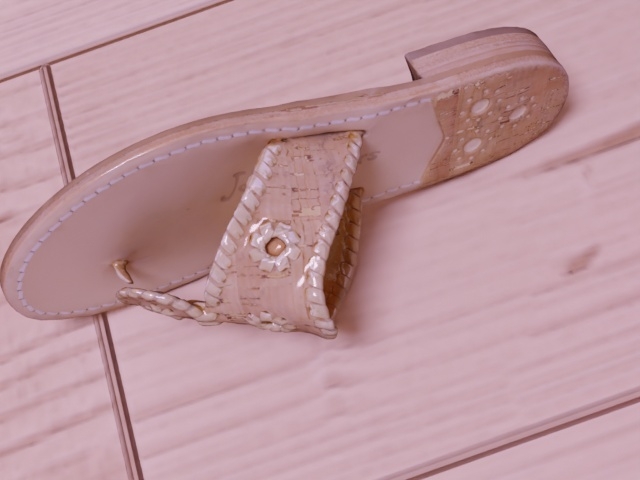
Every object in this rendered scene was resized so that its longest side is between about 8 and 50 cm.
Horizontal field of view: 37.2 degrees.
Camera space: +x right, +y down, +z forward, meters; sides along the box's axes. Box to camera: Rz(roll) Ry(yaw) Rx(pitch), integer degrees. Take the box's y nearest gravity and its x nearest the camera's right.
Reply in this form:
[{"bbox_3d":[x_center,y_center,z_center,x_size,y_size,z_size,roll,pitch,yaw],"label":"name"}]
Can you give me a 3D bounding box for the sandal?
[{"bbox_3d":[-0.001,-0.003,0.360,0.240,0.088,0.079,-24,58,-8],"label":"sandal"}]
